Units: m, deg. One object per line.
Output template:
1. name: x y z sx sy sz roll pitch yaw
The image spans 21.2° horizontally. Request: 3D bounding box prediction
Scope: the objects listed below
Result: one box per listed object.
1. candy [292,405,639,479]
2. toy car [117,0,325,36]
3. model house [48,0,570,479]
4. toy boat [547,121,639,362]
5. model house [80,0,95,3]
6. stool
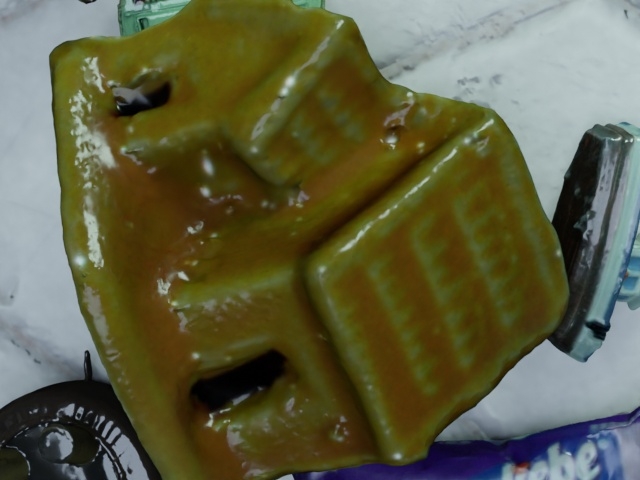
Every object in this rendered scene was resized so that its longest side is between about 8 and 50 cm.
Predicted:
1. candy: 0.116 0.173 0.996 0.275 0.070 0.145 -11 94 18
2. toy car: -0.056 -0.129 0.977 0.122 0.035 0.059 -10 103 7
3. model house: -0.005 -0.007 0.916 0.239 0.173 0.268 -18 110 17
4. toy boat: 0.163 0.003 0.956 0.066 0.059 0.140 9 105 -18
5. model house: -0.135 -0.241 0.929 0.165 0.106 0.152 39 109 -4
6. stool: -0.155 0.178 1.029 0.125 0.121 0.217 7 99 8
